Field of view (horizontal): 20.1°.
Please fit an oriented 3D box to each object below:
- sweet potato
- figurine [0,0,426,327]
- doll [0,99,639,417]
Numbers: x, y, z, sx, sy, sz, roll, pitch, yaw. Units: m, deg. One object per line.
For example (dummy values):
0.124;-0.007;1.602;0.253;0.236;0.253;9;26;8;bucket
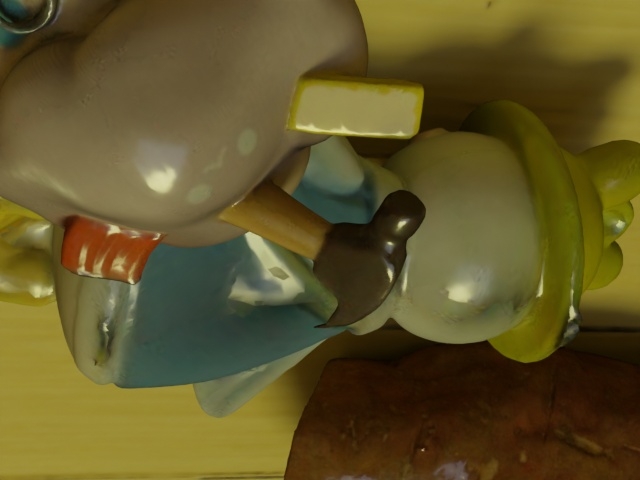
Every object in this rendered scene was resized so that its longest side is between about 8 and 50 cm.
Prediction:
0.093;0.087;0.755;0.251;0.097;0.097;-3;139;-22;sweet potato
-0.064;-0.072;0.486;0.137;0.112;0.229;-32;110;8;figurine
0.000;0.000;0.611;0.241;0.099;0.135;-3;99;-17;doll
